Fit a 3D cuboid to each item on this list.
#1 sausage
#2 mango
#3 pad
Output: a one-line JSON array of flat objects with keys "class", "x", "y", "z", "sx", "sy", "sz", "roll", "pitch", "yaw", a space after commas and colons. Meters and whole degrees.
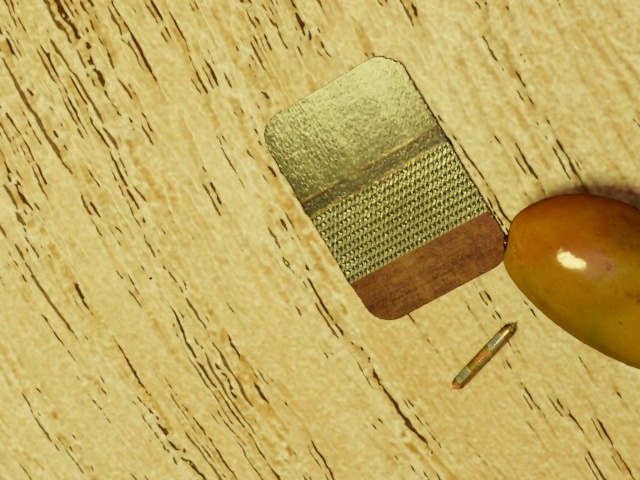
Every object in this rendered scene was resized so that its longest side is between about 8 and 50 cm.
[{"class": "sausage", "x": 0.169, "y": 0.120, "z": 1.531, "sx": 0.015, "sy": 0.015, "sz": 0.100, "roll": 39, "pitch": 109, "yaw": -6}, {"class": "mango", "x": 0.295, "y": 0.044, "z": 1.436, "sx": 0.253, "sy": 0.113, "sz": 0.138, "roll": 35, "pitch": 110, "yaw": -7}, {"class": "pad", "x": -0.003, "y": -0.004, "z": 1.491, "sx": 0.323, "sy": 0.055, "sz": 0.250, "roll": -33, "pitch": 102, "yaw": -1}]
